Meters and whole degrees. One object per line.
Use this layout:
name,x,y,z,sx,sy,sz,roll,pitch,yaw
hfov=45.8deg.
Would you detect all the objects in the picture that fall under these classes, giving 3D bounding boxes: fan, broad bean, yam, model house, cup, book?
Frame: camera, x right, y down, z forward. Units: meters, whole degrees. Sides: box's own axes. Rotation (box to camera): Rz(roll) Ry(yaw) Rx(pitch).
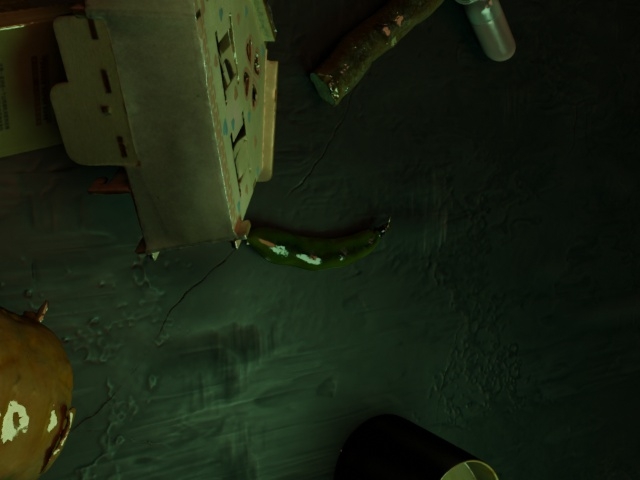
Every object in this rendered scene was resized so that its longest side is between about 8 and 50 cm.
fan,0.224,-0.361,1.089,0.074,0.130,0.244,-29,131,12
broad bean,0.001,0.005,1.008,0.227,0.039,0.069,-8,105,-34
yam,0.078,-0.279,1.026,0.253,0.061,0.061,-47,117,-22
model house,-0.143,-0.176,0.782,0.244,0.169,0.326,-71,160,-53
cup,0.115,0.372,1.032,0.239,0.177,0.166,-51,119,-20
book,-0.336,-0.138,0.719,0.231,0.026,0.161,-20,147,-31

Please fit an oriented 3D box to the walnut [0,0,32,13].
walnut,-0.322,-0.205,0.750,0.092,0.092,0.092,-3,96,-34

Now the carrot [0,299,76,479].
carrot,-0.389,0.119,0.600,0.341,0.224,0.224,30,76,-62
